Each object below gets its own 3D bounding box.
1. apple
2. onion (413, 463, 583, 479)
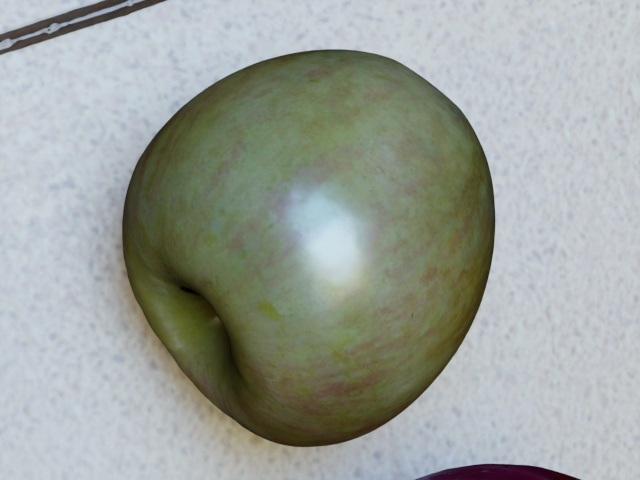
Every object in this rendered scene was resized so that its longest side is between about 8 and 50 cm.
[{"bbox_3d":[0.000,0.000,0.930,0.234,0.256,0.257,-32,99,-31],"label":"apple"},{"bbox_3d":[0.114,0.326,0.953,0.358,0.345,0.359,-2,94,-37],"label":"onion"}]
